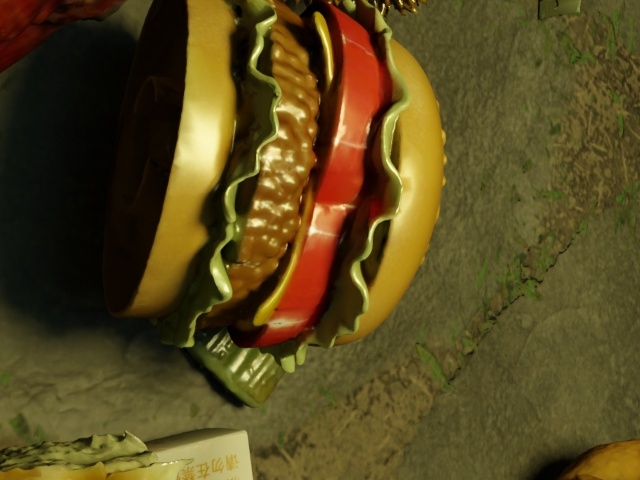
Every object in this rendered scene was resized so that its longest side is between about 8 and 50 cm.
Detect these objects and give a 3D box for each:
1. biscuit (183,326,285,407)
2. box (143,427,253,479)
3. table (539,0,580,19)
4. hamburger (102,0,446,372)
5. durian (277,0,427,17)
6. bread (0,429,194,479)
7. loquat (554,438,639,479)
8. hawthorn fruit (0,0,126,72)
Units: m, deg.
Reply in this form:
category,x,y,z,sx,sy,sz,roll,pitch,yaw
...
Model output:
category,x,y,z,sx,sy,sz,roll,pitch,yaw
biscuit,0.000,0.000,1.015,0.099,0.038,0.322,50,57,-23
box,-0.116,0.268,0.868,0.149,0.067,0.233,-7,91,-39
table,0.208,-0.334,1.213,0.146,0.062,0.175,9,83,-41
hamburger,-0.027,-0.046,0.827,0.212,0.274,0.275,10,79,-19
durian,0.010,-0.351,0.873,0.384,0.347,0.347,53,55,-14
bread,-0.199,0.250,0.679,0.250,0.225,0.279,-5,94,-20
loquat,0.315,0.312,1.166,0.238,0.193,0.238,-22,124,-37
hawthorn fruit,-0.234,-0.235,0.680,0.311,0.295,0.295,26,69,-36
